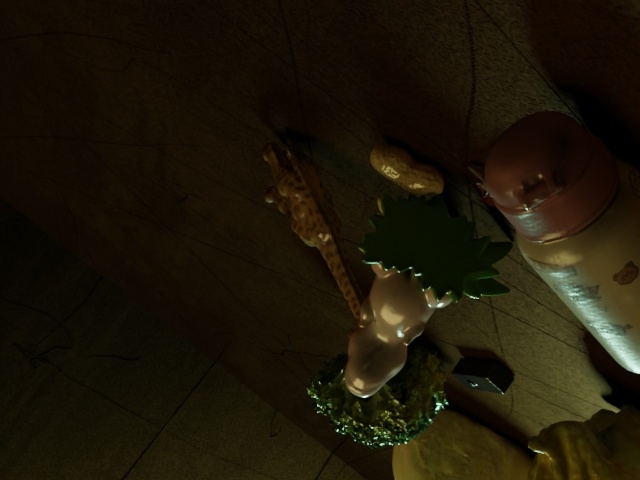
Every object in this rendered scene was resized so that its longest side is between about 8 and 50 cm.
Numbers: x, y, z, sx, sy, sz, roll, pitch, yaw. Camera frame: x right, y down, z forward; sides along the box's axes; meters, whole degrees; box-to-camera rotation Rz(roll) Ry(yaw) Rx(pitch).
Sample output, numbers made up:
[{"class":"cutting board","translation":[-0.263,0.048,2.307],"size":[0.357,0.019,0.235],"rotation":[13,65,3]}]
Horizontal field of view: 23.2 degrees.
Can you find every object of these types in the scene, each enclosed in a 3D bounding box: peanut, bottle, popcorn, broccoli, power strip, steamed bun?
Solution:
[{"class":"peanut","translation":[0.083,-0.067,1.492],"size":[0.083,0.037,0.037],"rotation":[28,164,21]},{"class":"bottle","translation":[0.215,-0.003,1.197],"size":[0.233,0.110,0.110],"rotation":[45,165,-29]},{"class":"popcorn","translation":[0.322,0.269,1.727],"size":[0.185,0.187,0.167],"rotation":[83,169,-83]},{"class":"broccoli","translation":[0.079,0.176,2.109],"size":[0.194,0.194,0.219],"rotation":[48,-173,-37]},{"class":"power strip","translation":[0.206,0.173,1.990],"size":[0.038,0.029,0.111],"rotation":[41,166,-14]},{"class":"steamed bun","translation":[0.236,0.385,2.335],"size":[0.273,0.166,0.232],"rotation":[29,163,34]}]

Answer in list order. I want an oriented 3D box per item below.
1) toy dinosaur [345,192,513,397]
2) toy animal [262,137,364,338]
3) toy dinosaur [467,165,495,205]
[{"class":"toy dinosaur","translation":[0.101,0.054,1.539],"size":[0.152,0.194,0.177],"rotation":[20,150,3]},{"class":"toy animal","translation":[0.000,-0.007,1.669],"size":[0.149,0.054,0.275],"rotation":[85,158,-44]},{"class":"toy dinosaur","translation":[0.182,-0.028,1.372],"size":[0.108,0.032,0.220],"rotation":[37,169,-11]}]
